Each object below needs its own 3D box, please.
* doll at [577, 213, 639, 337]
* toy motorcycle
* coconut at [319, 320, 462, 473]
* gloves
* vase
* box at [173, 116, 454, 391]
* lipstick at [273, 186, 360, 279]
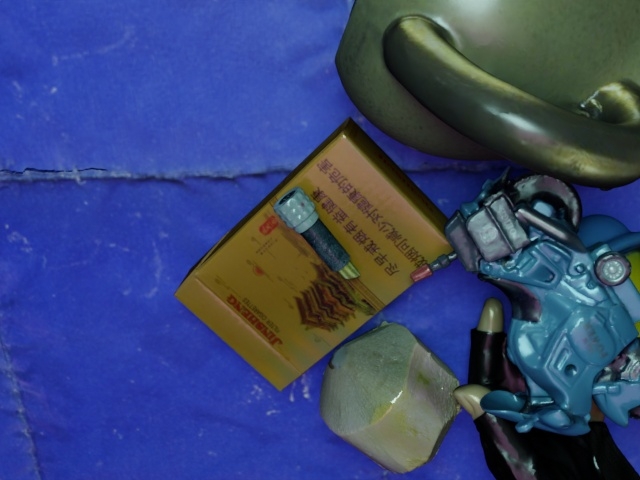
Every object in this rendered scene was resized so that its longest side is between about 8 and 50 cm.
[{"bbox_3d":[0.376,0.107,0.734,0.363,0.199,0.145,32,147,-2],"label":"doll"},{"bbox_3d":[0.205,0.070,0.676,0.182,0.123,0.272,-31,87,11],"label":"toy motorcycle"},{"bbox_3d":[0.070,0.170,0.805,0.147,0.147,0.152,-36,116,20],"label":"coconut"},{"bbox_3d":[0.245,0.206,0.792,0.152,0.197,0.301,-15,86,54],"label":"gloves"},{"bbox_3d":[0.169,-0.141,0.571,0.302,0.329,0.241,24,126,-2],"label":"vase"},{"bbox_3d":[-0.008,0.021,0.800,0.174,0.076,0.274,45,111,-9],"label":"box"},{"bbox_3d":[0.000,0.000,0.731,0.037,0.037,0.116,-33,108,19],"label":"lipstick"}]
